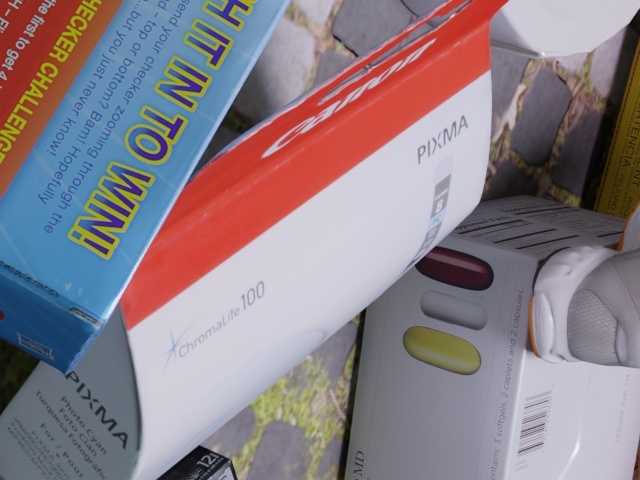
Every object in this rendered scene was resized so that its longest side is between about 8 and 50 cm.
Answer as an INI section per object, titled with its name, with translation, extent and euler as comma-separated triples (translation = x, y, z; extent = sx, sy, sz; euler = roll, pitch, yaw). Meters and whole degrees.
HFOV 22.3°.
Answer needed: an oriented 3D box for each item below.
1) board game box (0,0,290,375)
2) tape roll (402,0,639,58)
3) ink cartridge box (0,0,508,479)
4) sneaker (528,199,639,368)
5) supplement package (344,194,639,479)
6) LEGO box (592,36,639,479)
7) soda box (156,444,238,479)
[board game box]
translation = -0.153, -0.154, 0.646
extent = 0.302, 0.086, 0.308
euler = 31, 66, -7
[tape roll]
translation = 0.158, -0.276, 1.152
extent = 0.286, 0.100, 0.286
euler = -24, 122, -45
[ink cartridge box]
translation = 0.000, 0.000, 0.887
extent = 0.308, 0.385, 0.091
euler = -36, 86, -37
[sneaker]
translation = 0.262, 0.031, 1.150
extent = 0.262, 0.121, 0.099
euler = -30, 125, -42
[supplement package]
translation = 0.142, 0.112, 1.249
extent = 0.204, 0.145, 0.261
euler = -9, 109, -50
[LEGO box]
translation = 0.398, 0.060, 1.309
extent = 0.193, 0.372, 0.500
euler = 10, 98, -35
[soda box]
translation = -0.125, 0.199, 1.024
extent = 0.169, 0.060, 0.053
euler = -40, 131, -33
